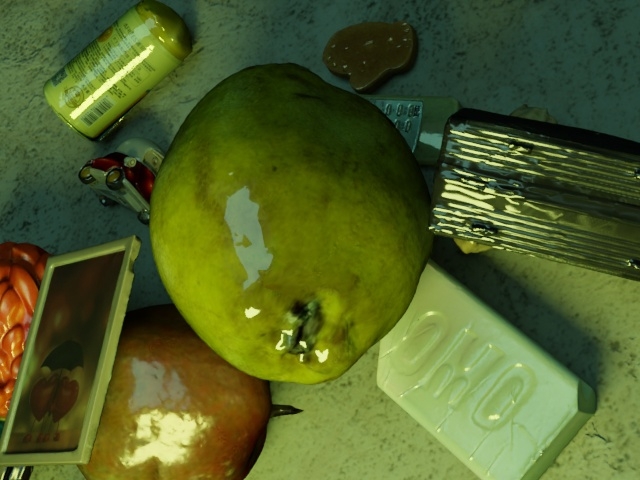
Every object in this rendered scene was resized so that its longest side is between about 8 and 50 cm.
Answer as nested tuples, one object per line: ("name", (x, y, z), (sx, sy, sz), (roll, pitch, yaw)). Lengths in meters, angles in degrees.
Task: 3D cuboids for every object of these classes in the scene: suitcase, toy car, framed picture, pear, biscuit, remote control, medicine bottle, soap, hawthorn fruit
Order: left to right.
("framed picture", (-0.319, 0.142, 1.516), (0.211, 0.020, 0.289), (-12, 60, 46))
("medicine bottle", (-0.308, -0.270, 1.861), (0.239, 0.124, 0.124), (-39, 63, 8))
("toy car", (-0.287, -0.105, 1.816), (0.139, 0.112, 0.112), (19, 68, 37))
("hawthorn fruit", (-0.174, 0.211, 1.575), (0.301, 0.268, 0.267), (-4, 72, 7))
("pear", (-0.040, -0.019, 1.461), (0.352, 0.352, 0.413), (-14, 48, 20))
("biscuit", (0.070, -0.264, 1.737), (0.140, 0.023, 0.118), (5, 68, 24))
("remote control", (0.086, -0.158, 1.695), (0.234, 0.038, 0.098), (5, 76, 26))
("soap", (0.190, 0.171, 1.516), (0.289, 0.095, 0.173), (41, 92, 28))
("suitcase", (0.301, -0.059, 1.400), (0.335, 0.229, 0.152), (14, 100, 9))

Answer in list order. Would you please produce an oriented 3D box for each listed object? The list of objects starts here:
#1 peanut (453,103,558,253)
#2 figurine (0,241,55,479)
("peanut", (0.242, -0.076, 1.567), (0.100, 0.099, 0.214), (27, 91, 28))
("figurine", (-0.455, 0.214, 1.738), (0.411, 0.241, 0.306), (-55, 32, 20))
